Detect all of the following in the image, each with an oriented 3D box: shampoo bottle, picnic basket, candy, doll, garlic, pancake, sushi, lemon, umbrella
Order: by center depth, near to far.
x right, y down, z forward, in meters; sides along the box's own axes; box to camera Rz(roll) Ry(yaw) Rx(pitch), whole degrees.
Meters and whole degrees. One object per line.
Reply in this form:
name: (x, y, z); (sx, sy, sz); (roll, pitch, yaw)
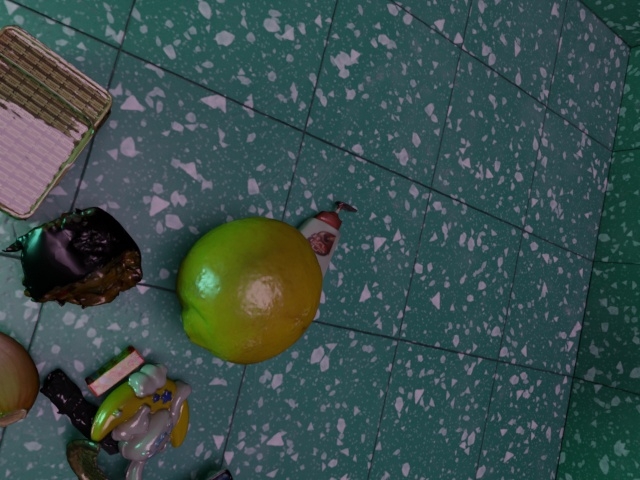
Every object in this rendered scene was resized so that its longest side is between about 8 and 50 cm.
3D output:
picnic basket: (-0.574, -0.219, 0.955); (0.228, 0.175, 0.313); (38, 72, -27)
garlic: (-0.638, 0.254, 0.972); (0.115, 0.128, 0.207); (-22, 100, 13)
sushi: (-0.486, 0.045, 1.009); (0.213, 0.200, 0.204); (-38, 112, -50)
pancake: (-0.463, 0.493, 1.055); (0.190, 0.184, 0.020); (45, 35, -5)
umbrella: (-0.509, 0.378, 1.085); (0.236, 0.059, 0.066); (58, 21, -23)
candy: (-0.455, 0.287, 1.111); (0.122, 0.062, 0.038); (-38, 109, -25)
doll: (-0.385, 0.411, 1.117); (0.252, 0.111, 0.237); (-55, 136, -40)
lemon: (-0.157, 0.107, 1.139); (0.347, 0.348, 0.348); (-1, 92, -32)
shampoo bottle: (0.000, 0.000, 1.381); (0.153, 0.071, 0.284); (42, 71, -25)

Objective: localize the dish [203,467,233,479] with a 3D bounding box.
dish: (-0.279, 0.689, 1.223); (0.181, 0.080, 0.243); (-24, 106, -29)
